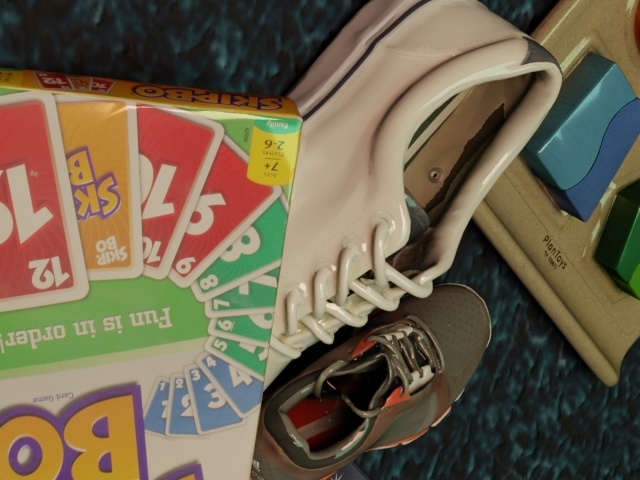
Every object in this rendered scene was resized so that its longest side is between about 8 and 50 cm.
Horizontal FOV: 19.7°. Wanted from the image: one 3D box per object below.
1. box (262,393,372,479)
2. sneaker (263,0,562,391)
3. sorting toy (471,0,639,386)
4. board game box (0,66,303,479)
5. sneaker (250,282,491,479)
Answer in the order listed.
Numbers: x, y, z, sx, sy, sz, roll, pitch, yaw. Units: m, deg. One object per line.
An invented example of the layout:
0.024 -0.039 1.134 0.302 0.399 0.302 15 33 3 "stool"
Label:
-0.005 0.182 0.890 0.136 0.036 0.225 -53 134 -11 "box"
0.000 0.000 0.765 0.258 0.091 0.094 -54 136 -7 "sneaker"
0.198 -0.035 0.971 0.229 0.041 0.307 -53 135 -11 "sorting toy"
-0.087 0.066 0.718 0.124 0.039 0.259 5 111 -10 "board game box"
0.029 0.064 0.824 0.158 0.065 0.061 -36 85 -34 "sneaker"
